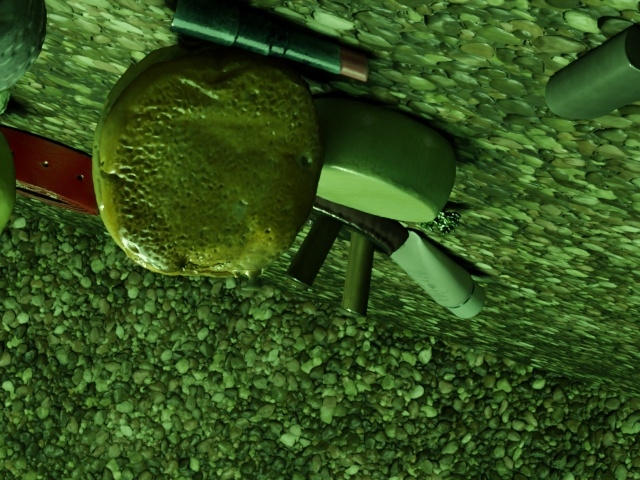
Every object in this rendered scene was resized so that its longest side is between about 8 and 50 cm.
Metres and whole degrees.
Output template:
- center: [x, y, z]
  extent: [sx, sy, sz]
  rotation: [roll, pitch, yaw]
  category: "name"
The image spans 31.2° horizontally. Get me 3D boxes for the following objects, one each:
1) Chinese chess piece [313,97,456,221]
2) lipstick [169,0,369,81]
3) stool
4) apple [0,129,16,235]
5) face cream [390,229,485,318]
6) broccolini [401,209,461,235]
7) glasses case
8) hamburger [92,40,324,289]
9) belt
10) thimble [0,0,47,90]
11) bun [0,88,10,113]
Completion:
- center: [0.065, -0.110, 1.593]
  extent: [0.250, 0.101, 0.250]
  rotation: [17, 170, 3]
  category: "Chinese chess piece"
- center: [-0.053, -0.228, 1.310]
  extent: [0.234, 0.053, 0.053]
  rotation: [18, 170, -9]
  category: "lipstick"
- center: [0.000, 0.000, 2.000]
  extent: [0.272, 0.178, 0.272]
  rotation: [26, 175, 2]
  category: "stool"
- center: [-0.810, -0.113, 2.129]
  extent: [0.474, 0.473, 0.473]
  rotation: [17, 170, 3]
  category: "apple"
- center: [0.220, 0.057, 2.302]
  extent: [0.143, 0.089, 0.314]
  rotation: [9, 159, 47]
  category: "face cream"
- center: [0.150, -0.067, 1.830]
  extent: [0.123, 0.062, 0.271]
  rotation: [7, 165, 23]
  category: "broccolini"
- center: [0.289, -0.159, 1.126]
  extent: [0.072, 0.042, 0.190]
  rotation: [12, 171, -11]
  category: "glasses case"
- center: [-0.134, -0.091, 1.418]
  extent: [0.290, 0.314, 0.170]
  rotation: [-1, -162, -17]
  category: "hamburger"
- center: [-0.628, -0.155, 2.527]
  extent: [0.324, 0.115, 0.227]
  rotation: [19, 169, -1]
  category: "belt"
- center: [-0.431, -0.272, 1.288]
  extent: [0.236, 0.205, 0.172]
  rotation: [21, 171, 0]
  category: "thimble"
- center: [-0.636, -0.269, 1.937]
  extent: [0.221, 0.108, 0.221]
  rotation: [18, 171, 3]
  category: "bun"
